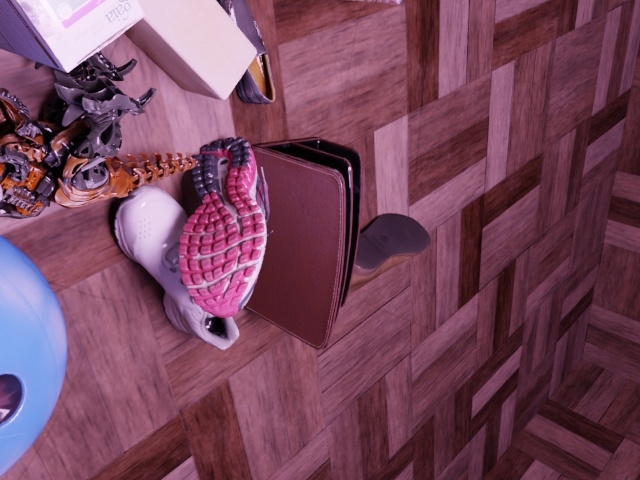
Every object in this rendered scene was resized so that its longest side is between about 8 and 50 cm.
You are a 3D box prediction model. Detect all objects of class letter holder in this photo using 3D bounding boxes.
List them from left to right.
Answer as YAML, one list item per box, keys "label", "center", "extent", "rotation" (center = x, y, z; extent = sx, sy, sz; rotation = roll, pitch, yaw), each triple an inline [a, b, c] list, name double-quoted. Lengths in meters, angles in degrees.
- label: "letter holder"
  center: [0.000, 0.000, 1.016]
  extent: [0.152, 0.214, 0.302]
  rotation: [-16, 120, -43]

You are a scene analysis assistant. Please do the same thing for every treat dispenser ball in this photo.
- label: "treat dispenser ball"
  center: [-0.394, 0.113, 0.567]
  extent: [0.288, 0.288, 0.288]
  rotation: [-24, 125, -40]

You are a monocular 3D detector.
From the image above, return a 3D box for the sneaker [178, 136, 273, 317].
- label: "sneaker"
  center: [-0.118, -0.018, 0.849]
  extent: [0.112, 0.120, 0.299]
  rotation: [69, 14, -46]

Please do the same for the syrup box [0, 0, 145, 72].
- label: "syrup box"
  center: [-0.279, -0.238, 0.562]
  extent: [0.093, 0.236, 0.096]
  rotation: [-48, 138, -20]

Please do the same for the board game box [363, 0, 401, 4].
- label: "board game box"
  center: [0.102, -0.556, 0.913]
  extent: [0.291, 0.141, 0.232]
  rotation: [-55, 140, -14]

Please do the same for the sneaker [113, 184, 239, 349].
- label: "sneaker"
  center: [-0.194, 0.044, 0.887]
  extent: [0.111, 0.129, 0.297]
  rotation: [-43, 134, -23]

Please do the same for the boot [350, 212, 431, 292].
- label: "boot"
  center: [0.125, 0.027, 1.291]
  extent: [0.305, 0.112, 0.115]
  rotation: [-22, 154, -46]

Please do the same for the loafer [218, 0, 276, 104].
- label: "loafer"
  center: [-0.101, -0.281, 0.883]
  extent: [0.062, 0.061, 0.170]
  rotation: [-40, 133, -27]

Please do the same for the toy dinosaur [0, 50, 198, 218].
- label: "toy dinosaur"
  center: [-0.301, -0.116, 0.704]
  extent: [0.322, 0.164, 0.218]
  rotation: [-25, 149, -58]

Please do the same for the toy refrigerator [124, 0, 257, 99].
- label: "toy refrigerator"
  center: [-0.202, -0.296, 0.730]
  extent: [0.094, 0.102, 0.269]
  rotation: [-58, 140, -10]

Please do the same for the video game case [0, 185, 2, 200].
- label: "video game case"
  center: [-0.408, -0.056, 0.528]
  extent: [0.190, 0.173, 0.022]
  rotation: [-9, 77, -13]
